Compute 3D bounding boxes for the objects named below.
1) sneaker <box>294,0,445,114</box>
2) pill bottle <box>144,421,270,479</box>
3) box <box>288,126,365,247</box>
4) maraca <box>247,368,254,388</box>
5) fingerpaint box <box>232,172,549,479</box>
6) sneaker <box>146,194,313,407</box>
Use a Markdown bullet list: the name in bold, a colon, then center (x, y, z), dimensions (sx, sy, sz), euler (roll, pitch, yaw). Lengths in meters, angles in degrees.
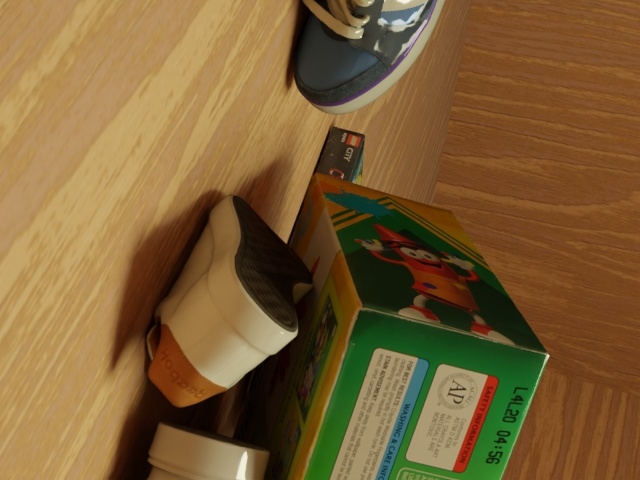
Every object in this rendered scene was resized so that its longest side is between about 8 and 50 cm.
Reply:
- **sneaker**: center (0.026, -0.271, 1.046), dimensions (0.236, 0.130, 0.323), euler (12, 120, -54)
- **pill bottle**: center (-0.112, 0.257, 0.923), dimensions (0.124, 0.124, 0.221), euler (54, 50, -79)
- **box**: center (0.000, 0.000, 1.479), dimensions (0.159, 0.044, 0.233), euler (91, 16, -59)
- **maraca**: center (-0.037, 0.164, 1.371), dimensions (0.127, 0.099, 0.186), euler (-70, 149, -86)
- **fingerpaint box**: center (0.019, 0.208, 1.097), dimensions (0.371, 0.163, 0.445), euler (-108, -145, -71)
- **sneaker**: center (-0.083, 0.046, 0.952), dimensions (0.123, 0.106, 0.290), euler (-42, -174, 10)
